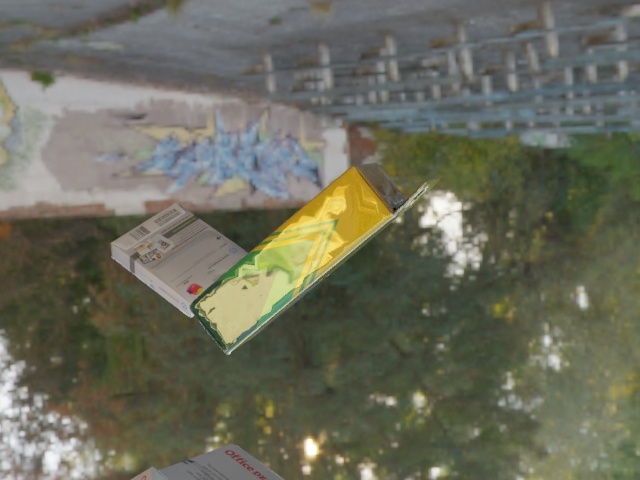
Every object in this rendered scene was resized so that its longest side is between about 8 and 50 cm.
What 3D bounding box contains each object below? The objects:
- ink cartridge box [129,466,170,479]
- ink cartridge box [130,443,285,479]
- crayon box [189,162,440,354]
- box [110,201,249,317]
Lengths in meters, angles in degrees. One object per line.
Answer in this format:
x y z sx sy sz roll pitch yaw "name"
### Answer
-0.270 0.398 1.425 0.150 0.063 0.109 -33 -149 14 "ink cartridge box"
-0.199 0.468 1.742 0.273 0.114 0.198 -12 -152 -43 "ink cartridge box"
0.000 0.000 1.297 0.318 0.081 0.202 -40 177 11 "crayon box"
-0.222 0.027 1.666 0.186 0.038 0.145 33 -130 26 "box"
